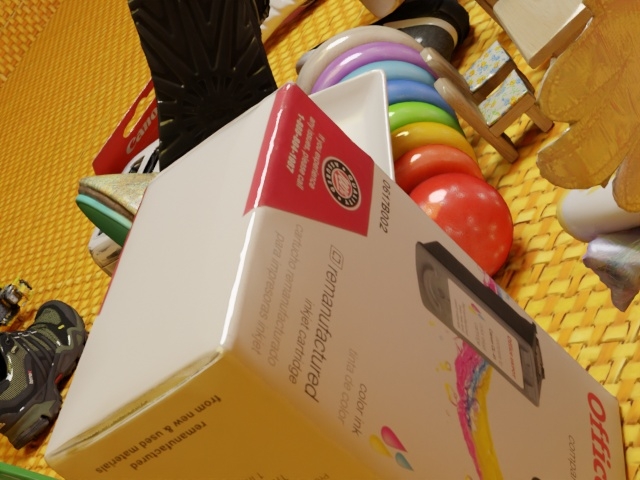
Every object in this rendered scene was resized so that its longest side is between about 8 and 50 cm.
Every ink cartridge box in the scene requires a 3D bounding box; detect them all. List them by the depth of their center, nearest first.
[{"bbox_3d":[0.029,0.100,0.764,0.131,0.306,0.226,-35,27,30],"label":"ink cartridge box"},{"bbox_3d":[-0.168,-0.086,1.578,0.189,0.066,0.232,-59,-10,-23],"label":"ink cartridge box"}]

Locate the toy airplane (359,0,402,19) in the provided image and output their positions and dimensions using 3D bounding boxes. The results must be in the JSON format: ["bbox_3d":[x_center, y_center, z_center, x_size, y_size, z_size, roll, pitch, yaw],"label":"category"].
[{"bbox_3d":[0.110,-0.376,1.480,0.386,0.272,0.384,-59,-15,3],"label":"toy airplane"}]

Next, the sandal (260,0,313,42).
[{"bbox_3d":[-0.062,-0.354,1.889,0.416,0.169,0.102,-42,-16,18],"label":"sandal"}]

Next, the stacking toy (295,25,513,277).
[{"bbox_3d":[0.076,-0.066,1.180,0.141,0.141,0.330,-46,28,10],"label":"stacking toy"}]

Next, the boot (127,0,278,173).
[{"bbox_3d":[-0.099,-0.163,1.382,0.131,0.348,0.260,-9,21,-1],"label":"boot"}]

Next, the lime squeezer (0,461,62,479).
[{"bbox_3d":[-0.226,0.217,1.330,0.059,0.110,0.310,-63,-10,10],"label":"lime squeezer"}]

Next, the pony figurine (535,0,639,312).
[{"bbox_3d":[0.264,-0.062,0.695,0.351,0.303,0.363,-48,6,-18],"label":"pony figurine"}]

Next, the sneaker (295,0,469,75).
[{"bbox_3d":[0.074,-0.205,1.465,0.217,0.079,0.121,4,53,53],"label":"sneaker"}]

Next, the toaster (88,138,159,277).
[{"bbox_3d":[-0.138,-0.009,1.445,0.129,0.146,0.227,-30,30,41],"label":"toaster"}]

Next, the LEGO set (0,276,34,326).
[{"bbox_3d":[-0.505,0.064,1.808,0.192,0.331,0.255,-6,34,48],"label":"LEGO set"}]

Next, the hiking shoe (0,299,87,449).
[{"bbox_3d":[-0.346,0.130,1.651,0.086,0.114,0.227,-38,25,26],"label":"hiking shoe"}]

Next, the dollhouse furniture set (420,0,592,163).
[{"bbox_3d":[0.165,-0.230,1.213,0.212,0.161,0.242,-43,24,15],"label":"dollhouse furniture set"}]

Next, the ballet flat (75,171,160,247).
[{"bbox_3d":[-0.068,0.012,1.202,0.348,0.123,0.123,34,83,37],"label":"ballet flat"}]

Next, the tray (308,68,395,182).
[{"bbox_3d":[0.000,0.000,1.083,0.145,0.030,0.270,-20,52,24],"label":"tray"}]
